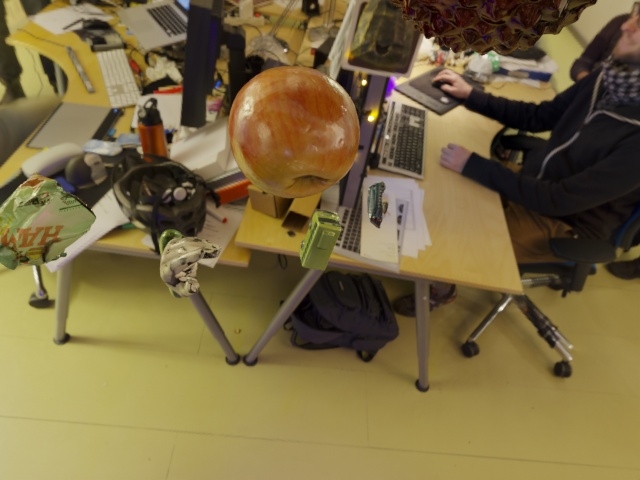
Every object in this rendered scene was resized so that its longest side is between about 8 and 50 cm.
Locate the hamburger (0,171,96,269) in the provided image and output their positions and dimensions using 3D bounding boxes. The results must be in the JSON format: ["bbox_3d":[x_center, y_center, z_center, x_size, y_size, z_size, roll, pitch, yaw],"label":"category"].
[{"bbox_3d":[-0.636,-0.028,1.019,0.125,0.235,0.214,38,75,6],"label":"hamburger"}]

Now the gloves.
[{"bbox_3d":[-0.286,0.049,0.948,0.111,0.212,0.128,30,62,-8],"label":"gloves"}]

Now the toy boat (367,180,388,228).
[{"bbox_3d":[0.103,-0.062,0.792,0.038,0.038,0.083,3,90,-8],"label":"toy boat"}]

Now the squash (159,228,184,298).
[{"bbox_3d":[-0.405,0.066,1.274,0.082,0.292,0.082,5,50,-6],"label":"squash"}]

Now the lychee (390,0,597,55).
[{"bbox_3d":[0.268,-0.524,0.643,0.424,0.500,0.425,-6,47,6],"label":"lychee"}]

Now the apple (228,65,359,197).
[{"bbox_3d":[-0.054,-0.217,0.944,0.286,0.286,0.233,-7,71,-17],"label":"apple"}]

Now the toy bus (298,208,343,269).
[{"bbox_3d":[0.000,0.000,1.390,0.088,0.175,0.101,11,33,-17],"label":"toy bus"}]
